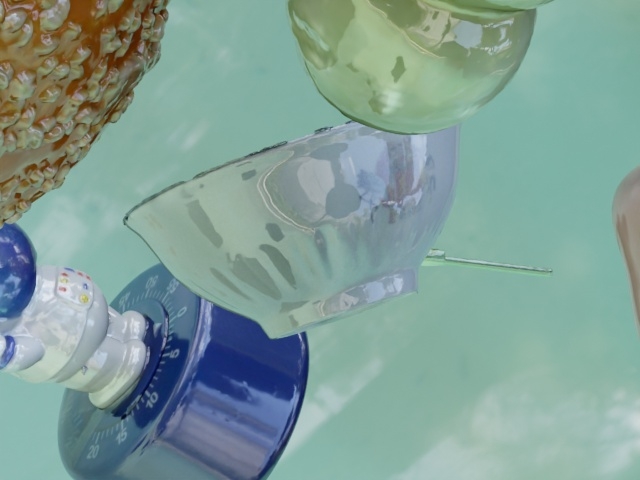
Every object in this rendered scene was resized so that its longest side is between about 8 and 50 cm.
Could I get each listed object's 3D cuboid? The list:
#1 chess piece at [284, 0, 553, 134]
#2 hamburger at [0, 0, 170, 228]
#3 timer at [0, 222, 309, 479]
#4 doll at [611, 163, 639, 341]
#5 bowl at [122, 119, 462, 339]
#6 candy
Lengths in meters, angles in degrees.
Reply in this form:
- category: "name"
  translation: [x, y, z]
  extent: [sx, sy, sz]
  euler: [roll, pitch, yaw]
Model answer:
- category: "chess piece"
  translation: [0.059, -0.138, 0.466]
  extent: [0.133, 0.243, 0.133]
  euler: [16, 43, -16]
- category: "hamburger"
  translation: [-0.151, -0.084, 0.517]
  extent: [0.147, 0.237, 0.237]
  euler: [49, 28, 24]
- category: "timer"
  translation: [-0.230, 0.095, 1.311]
  extent: [0.383, 0.270, 0.270]
  euler: [32, 32, -31]
- category: "doll"
  translation: [0.294, 0.012, 0.844]
  extent: [0.284, 0.216, 0.268]
  euler: [-8, 90, -50]
- category: "bowl"
  translation: [0.000, 0.000, 0.720]
  extent: [0.189, 0.189, 0.086]
  euler: [-11, 80, -57]
- category: "candy"
  translation: [0.093, 0.016, 1.100]
  extent: [0.194, 0.062, 0.058]
  euler: [8, 50, -12]
